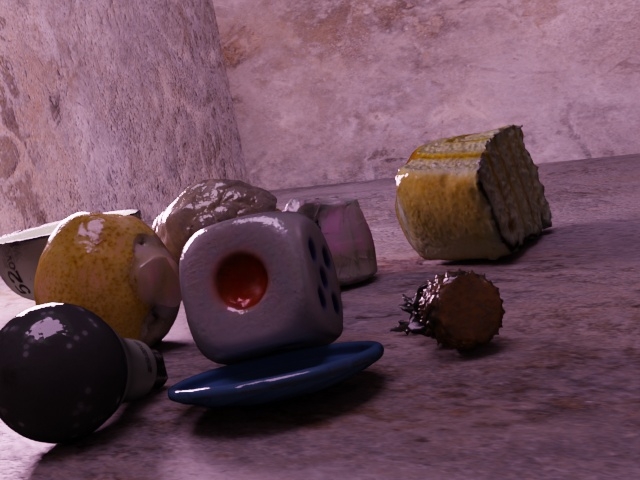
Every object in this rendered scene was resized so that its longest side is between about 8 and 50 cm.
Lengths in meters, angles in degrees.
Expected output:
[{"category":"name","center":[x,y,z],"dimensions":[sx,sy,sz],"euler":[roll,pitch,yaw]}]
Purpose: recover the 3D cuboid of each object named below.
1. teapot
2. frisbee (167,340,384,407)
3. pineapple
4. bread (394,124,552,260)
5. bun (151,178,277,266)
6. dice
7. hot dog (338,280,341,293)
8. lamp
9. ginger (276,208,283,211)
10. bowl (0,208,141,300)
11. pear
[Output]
[{"category":"teapot","center":[-0.004,0.000,2.224],"dimensions":[0.221,0.178,0.163],"euler":[-9,4,-24]},{"category":"frisbee","center":[-0.055,0.184,1.494],"dimensions":[0.289,0.049,0.289],"euler":[-12,0,0]},{"category":"pineapple","center":[0.179,0.100,1.639],"dimensions":[0.125,0.125,0.251],"euler":[-13,-2,-13]},{"category":"bread","center":[0.278,-0.082,2.293],"dimensions":[0.264,0.239,0.395],"euler":[-12,8,27]},{"category":"bun","center":[-0.197,0.026,2.174],"dimensions":[0.281,0.281,0.205],"euler":[-10,42,6]},{"category":"dice","center":[-0.084,0.071,1.666],"dimensions":[0.193,0.194,0.192],"euler":[-16,-12,12]},{"category":"hot dog","center":[-0.017,0.092,2.055],"dimensions":[0.099,0.065,0.147],"euler":[-20,11,-10]},{"category":"lamp","center":[-0.318,0.159,1.557],"dimensions":[0.182,0.182,0.314],"euler":[-7,8,24]},{"category":"ginger","center":[-0.092,0.016,2.437],"dimensions":[0.219,0.123,0.270],"euler":[19,-13,-6]},{"category":"bowl","center":[-0.567,0.053,2.630],"dimensions":[0.354,0.185,0.354],"euler":[-11,8,1]},{"category":"pear","center":[-0.369,0.076,1.982],"dimensions":[0.271,0.271,0.271],"euler":[-11,8,2]}]
